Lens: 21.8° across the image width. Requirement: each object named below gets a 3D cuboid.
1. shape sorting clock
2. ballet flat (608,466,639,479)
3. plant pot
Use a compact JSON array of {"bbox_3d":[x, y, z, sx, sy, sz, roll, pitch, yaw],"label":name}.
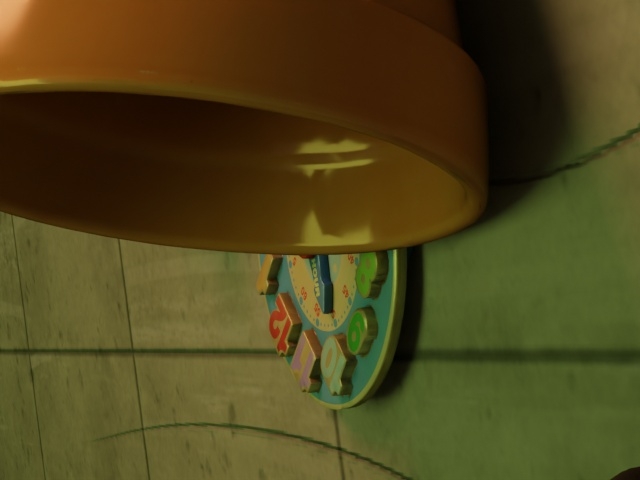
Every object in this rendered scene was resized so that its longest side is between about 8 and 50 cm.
[{"bbox_3d":[0.000,0.000,1.006,0.206,0.040,0.206,173,90,-69],"label":"shape sorting clock"},{"bbox_3d":[0.172,0.211,0.581,0.096,0.095,0.280,-19,89,59],"label":"ballet flat"},{"bbox_3d":[-0.055,-0.123,0.826,0.291,0.291,0.203,150,128,-67],"label":"plant pot"}]
